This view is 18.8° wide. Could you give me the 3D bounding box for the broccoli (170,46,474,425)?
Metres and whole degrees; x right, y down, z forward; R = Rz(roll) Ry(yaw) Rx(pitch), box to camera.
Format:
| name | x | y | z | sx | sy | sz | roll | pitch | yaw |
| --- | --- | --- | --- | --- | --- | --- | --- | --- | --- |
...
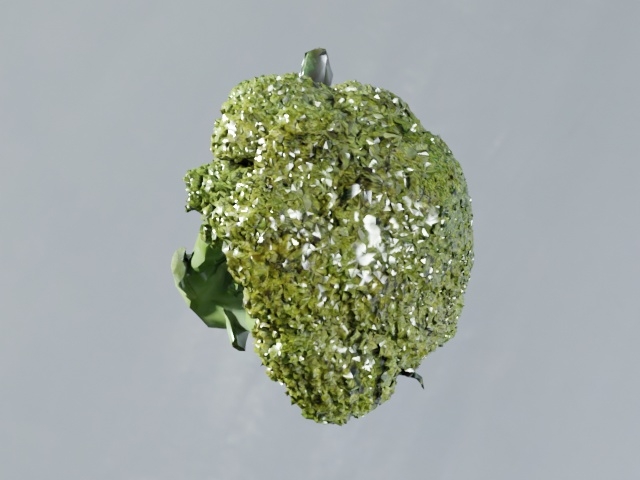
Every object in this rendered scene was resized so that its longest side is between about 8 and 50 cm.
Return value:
| name | x | y | z | sx | sy | sz | roll | pitch | yaw |
| --- | --- | --- | --- | --- | --- | --- | --- | --- | --- |
| broccoli | 0.000 | 0.000 | 0.730 | 0.120 | 0.131 | 0.130 | -27 | 17 | 35 |
